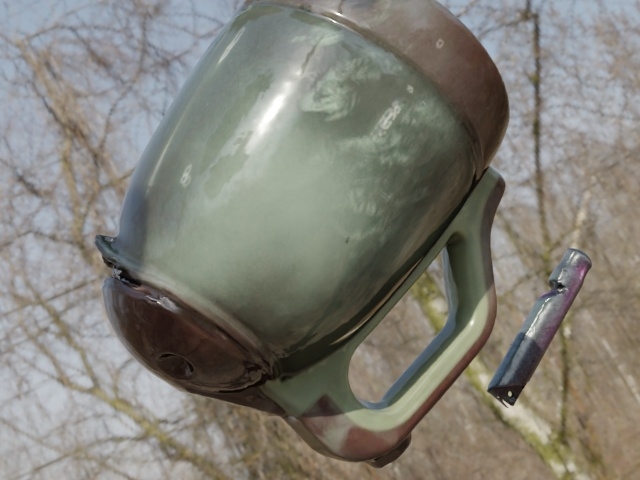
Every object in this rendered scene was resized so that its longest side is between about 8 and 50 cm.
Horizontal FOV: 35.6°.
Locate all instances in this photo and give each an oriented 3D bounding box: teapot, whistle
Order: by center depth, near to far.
[{"bbox_3d":[0.000,0.000,0.763,0.312,0.315,0.233,-55,13,-19],"label":"teapot"},{"bbox_3d":[0.216,0.083,0.977,0.176,0.033,0.033,-56,-8,-19],"label":"whistle"}]
